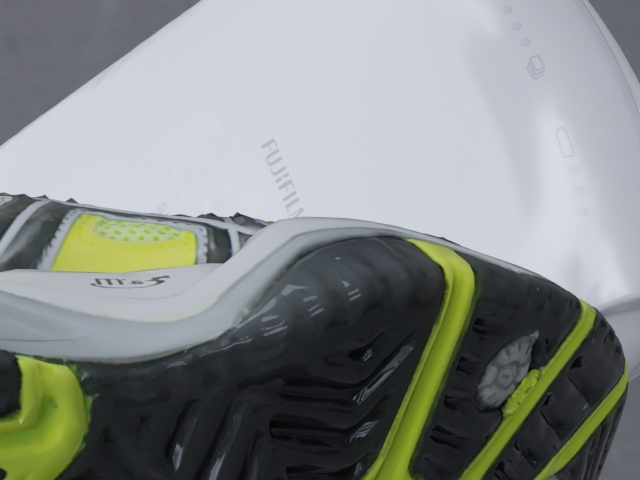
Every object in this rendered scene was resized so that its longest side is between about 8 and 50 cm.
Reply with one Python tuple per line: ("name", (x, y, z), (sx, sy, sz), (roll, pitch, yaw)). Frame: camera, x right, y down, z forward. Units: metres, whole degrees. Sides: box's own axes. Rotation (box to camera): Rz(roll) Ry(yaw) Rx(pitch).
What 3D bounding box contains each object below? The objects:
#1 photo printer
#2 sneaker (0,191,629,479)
("photo printer", (0.000, 0.000, 0.768), (0.307, 0.107, 0.256), (-32, 60, 18))
("sneaker", (-0.070, 0.038, 0.434), (0.147, 0.385, 0.145), (34, 108, 44))
